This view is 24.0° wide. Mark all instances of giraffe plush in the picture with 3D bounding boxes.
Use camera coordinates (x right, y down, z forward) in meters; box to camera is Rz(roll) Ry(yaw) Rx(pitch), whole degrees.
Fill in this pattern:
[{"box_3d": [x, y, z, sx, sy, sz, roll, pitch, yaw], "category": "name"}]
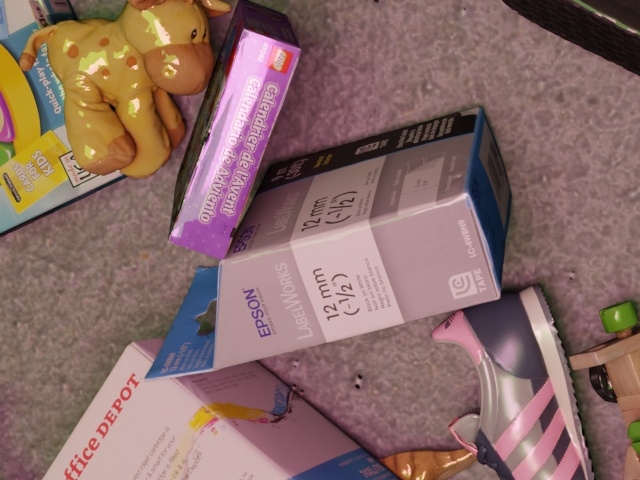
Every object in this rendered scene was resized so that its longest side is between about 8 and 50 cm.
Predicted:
[{"box_3d": [-0.172, -0.184, 1.488, 0.170, 0.181, 0.210, -26, 108, 28], "category": "giraffe plush"}]

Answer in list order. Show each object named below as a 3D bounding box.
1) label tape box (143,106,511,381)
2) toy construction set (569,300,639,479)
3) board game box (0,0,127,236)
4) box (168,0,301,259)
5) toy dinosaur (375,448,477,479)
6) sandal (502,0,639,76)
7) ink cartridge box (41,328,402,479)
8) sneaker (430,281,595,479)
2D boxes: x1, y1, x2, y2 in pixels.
[{"box_3d": [0.000, 0.000, 1.441, 0.347, 0.249, 0.115, -13, 110, 14], "category": "label tape box"}, {"box_3d": [0.385, 0.146, 1.412, 0.308, 0.257, 0.237, -18, 80, -5], "category": "toy construction set"}, {"box_3d": [-0.393, -0.120, 1.617, 0.336, 0.079, 0.254, -24, 91, 15], "category": "board game box"}, {"box_3d": [-0.083, -0.116, 1.432, 0.057, 0.293, 0.201, 18, 103, -8], "category": "box"}, {"box_3d": [0.112, 0.240, 1.553, 0.211, 0.064, 0.112, -13, 93, 15], "category": "toy dinosaur"}, {"box_3d": [0.372, -0.185, 1.387, 0.445, 0.167, 0.107, 29, 86, 8], "category": "sandal"}, {"box_3d": [-0.100, 0.249, 1.513, 0.270, 0.197, 0.198, 38, 105, 17], "category": "ink cartridge box"}, {"box_3d": [0.200, 0.210, 1.499, 0.131, 0.112, 0.319, -14, 88, 5], "category": "sneaker"}]
